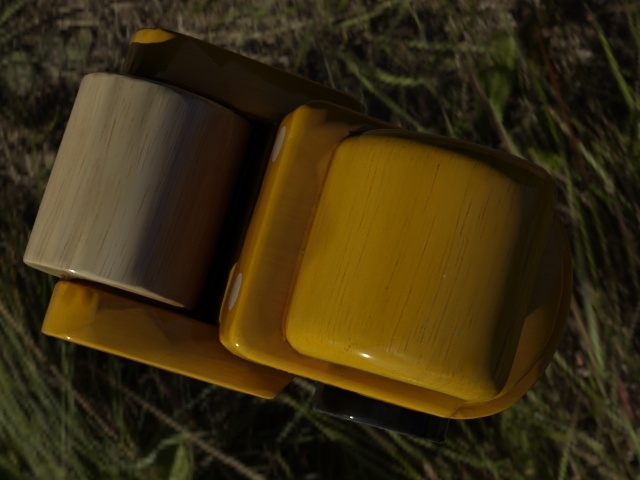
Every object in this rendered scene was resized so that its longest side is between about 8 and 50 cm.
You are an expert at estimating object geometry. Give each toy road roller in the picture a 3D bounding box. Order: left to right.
[{"bbox_3d":[0.000,0.000,0.819,0.329,0.240,0.203,18,82,-14],"label":"toy road roller"}]
